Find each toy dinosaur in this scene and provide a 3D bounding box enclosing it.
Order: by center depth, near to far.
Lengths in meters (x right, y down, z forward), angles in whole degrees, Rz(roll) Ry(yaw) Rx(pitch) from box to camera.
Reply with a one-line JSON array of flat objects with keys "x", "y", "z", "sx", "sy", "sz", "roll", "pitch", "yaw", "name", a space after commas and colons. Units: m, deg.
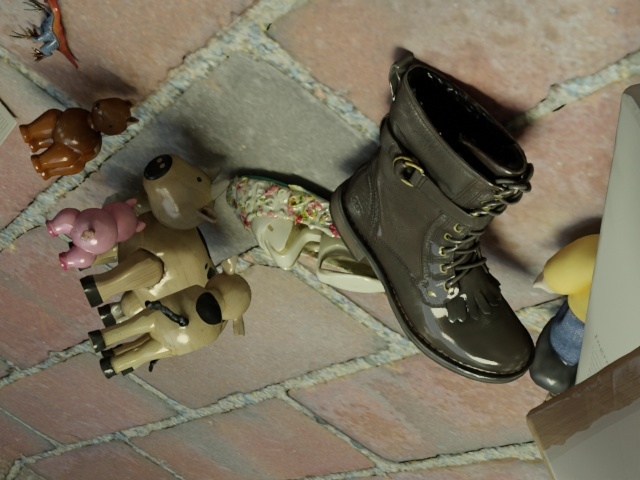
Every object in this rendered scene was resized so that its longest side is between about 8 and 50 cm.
[{"x": -0.252, "y": -0.203, "z": 1.198, "sx": 0.090, "sy": 0.047, "sz": 0.082, "roll": 7, "pitch": 159, "yaw": -37, "name": "toy dinosaur"}]

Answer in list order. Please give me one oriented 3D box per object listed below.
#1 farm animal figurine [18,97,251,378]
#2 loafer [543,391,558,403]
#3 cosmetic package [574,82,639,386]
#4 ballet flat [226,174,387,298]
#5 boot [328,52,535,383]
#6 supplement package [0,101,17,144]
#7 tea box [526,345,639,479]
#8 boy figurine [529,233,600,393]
[{"x": -0.154, "y": 0.015, "z": 1.257, "sx": 0.326, "sy": 0.172, "sz": 0.330, "roll": 80, "pitch": 167, "yaw": -57, "name": "farm animal figurine"}, {"x": 0.295, "y": 0.176, "z": 1.319, "sx": 0.125, "sy": 0.039, "sz": 0.045, "roll": 20, "pitch": -175, "yaw": 22, "name": "loafer"}, {"x": 0.315, "y": 0.068, "z": 0.858, "sx": 0.230, "sy": 0.161, "sz": 0.453, "roll": -16, "pitch": 146, "yaw": -4, "name": "cosmetic package"}, {"x": 0.000, "y": 0.000, "z": 1.244, "sx": 0.241, "sy": 0.077, "sz": 0.091, "roll": 18, "pitch": 150, "yaw": 22, "name": "ballet flat"}, {"x": 0.117, "y": -0.008, "z": 1.070, "sx": 0.263, "sy": 0.091, "sz": 0.229, "roll": 46, "pitch": 151, "yaw": 4, "name": "boot"}, {"x": -0.507, "y": -0.110, "z": 1.393, "sx": 0.262, "sy": 0.204, "sz": 0.145, "roll": 6, "pitch": 143, "yaw": 37, "name": "supplement package"}, {"x": 0.340, "y": 0.133, "z": 0.619, "sx": 0.329, "sy": 0.220, "sz": 0.323, "roll": -34, "pitch": 143, "yaw": 20, "name": "tea box"}, {"x": 0.271, "y": 0.060, "z": 1.079, "sx": 0.177, "sy": 0.092, "sz": 0.285, "roll": 29, "pitch": 156, "yaw": 6, "name": "boy figurine"}]
